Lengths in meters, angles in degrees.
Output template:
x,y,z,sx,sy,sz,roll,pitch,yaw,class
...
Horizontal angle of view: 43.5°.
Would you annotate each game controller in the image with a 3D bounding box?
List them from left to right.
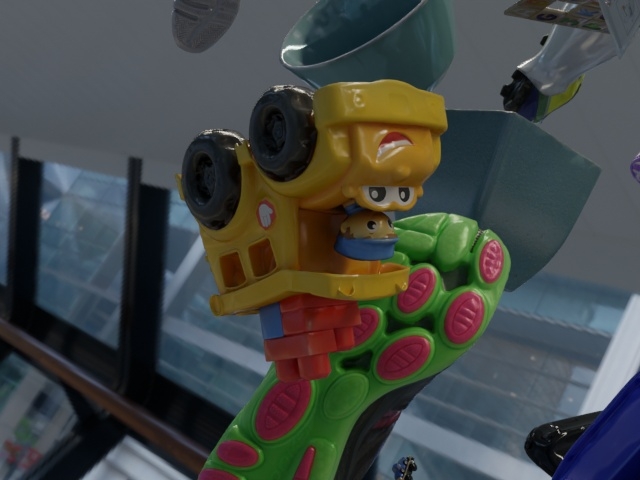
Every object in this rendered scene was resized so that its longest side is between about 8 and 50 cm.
x,y,z,sx,sy,sz,roll,pitch,yaw,class
0.446,0.307,1.156,0.319,0.067,0.166,-2,34,-33,game controller

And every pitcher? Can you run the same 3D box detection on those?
x,y,z,sx,sy,sz,roll,pitch,yaw,class
0.450,-0.339,1.348,0.125,0.207,0.177,50,29,17,pitcher

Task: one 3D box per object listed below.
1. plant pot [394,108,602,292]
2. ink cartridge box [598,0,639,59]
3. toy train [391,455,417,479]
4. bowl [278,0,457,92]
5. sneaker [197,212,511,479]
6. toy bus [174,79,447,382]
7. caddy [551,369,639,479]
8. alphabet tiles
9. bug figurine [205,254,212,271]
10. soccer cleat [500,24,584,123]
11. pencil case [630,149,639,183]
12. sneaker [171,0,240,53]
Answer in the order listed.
x,y,z,sx,sy,sz,roll,pitch,yaw,class
0.270,-0.058,1.352,0.247,0.252,0.247,21,-2,-35,plant pot
0.319,-0.318,0.788,0.066,0.189,0.232,-14,-17,6,ink cartridge box
0.111,0.398,1.243,0.036,0.158,0.027,31,-41,1,toy train
0.102,-0.325,1.340,0.311,0.312,0.163,11,-34,50,bowl
0.029,0.161,0.943,0.185,0.483,0.202,41,-1,10,sneaker
0.000,0.000,0.632,0.149,0.212,0.220,0,-15,-40,toy bus
0.400,0.296,0.885,0.179,0.341,0.241,28,25,-5,caddy
0.391,-0.328,1.076,0.198,0.009,0.237,6,-5,-15,alphabet tiles
-0.039,-0.028,1.050,0.278,0.072,0.216,-6,-59,32,bug figurine
0.460,-0.329,1.493,0.121,0.094,0.289,18,-45,-26,soccer cleat
0.702,-0.192,1.597,0.086,0.206,0.088,51,-22,-23,pencil case
-0.216,-0.540,1.634,0.124,0.321,0.180,20,12,-18,sneaker
